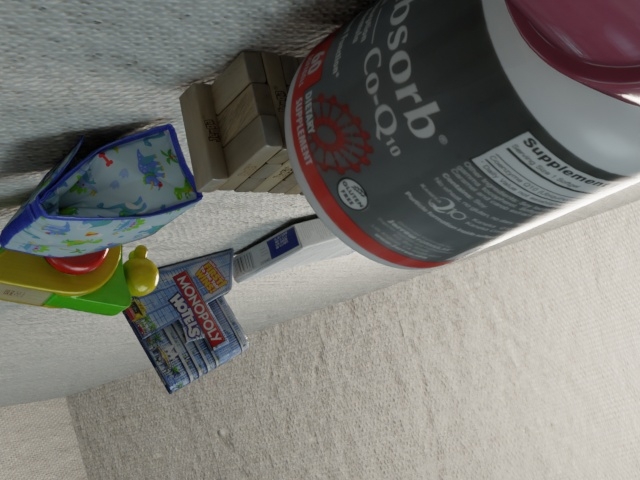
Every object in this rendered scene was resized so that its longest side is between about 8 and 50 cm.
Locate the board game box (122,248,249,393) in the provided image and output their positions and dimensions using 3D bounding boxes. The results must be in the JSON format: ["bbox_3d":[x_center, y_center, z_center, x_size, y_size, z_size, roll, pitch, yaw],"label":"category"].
[{"bbox_3d":[-0.196,0.106,1.957,0.194,0.194,0.060,-30,177,-17],"label":"board game box"}]

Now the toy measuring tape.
[{"bbox_3d":[-0.315,-0.003,1.243,0.330,0.121,0.121,12,160,-24],"label":"toy measuring tape"}]

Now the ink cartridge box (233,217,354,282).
[{"bbox_3d":[0.000,0.000,2.006,0.224,0.045,0.223,-13,171,-35],"label":"ink cartridge box"}]

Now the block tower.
[{"bbox_3d":[0.051,-0.094,1.103,0.336,0.090,0.097,0,159,-33],"label":"block tower"}]

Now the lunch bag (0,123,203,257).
[{"bbox_3d":[-0.206,-0.037,1.137,0.151,0.096,0.129,-24,177,-32],"label":"lunch bag"}]

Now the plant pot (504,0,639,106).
[{"bbox_3d":[0.143,-0.181,0.608,0.201,0.201,0.180,-24,154,39],"label":"plant pot"}]

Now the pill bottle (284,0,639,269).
[{"bbox_3d":[0.150,-0.123,0.890,0.210,0.210,0.363,-11,170,-37],"label":"pill bottle"}]
